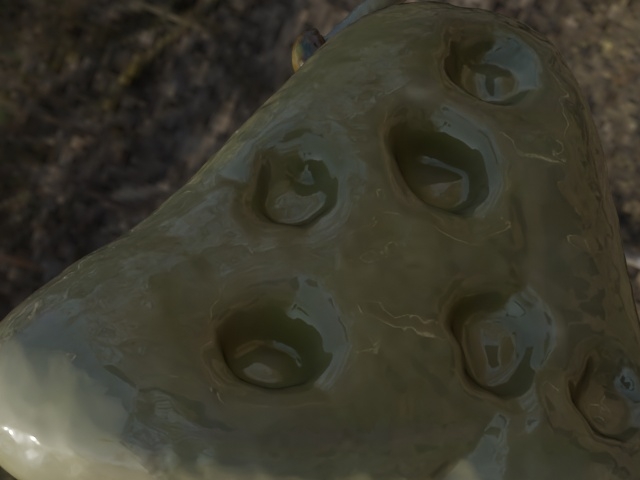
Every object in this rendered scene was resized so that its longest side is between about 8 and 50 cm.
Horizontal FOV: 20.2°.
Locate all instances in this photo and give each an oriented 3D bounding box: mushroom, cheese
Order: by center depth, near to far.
[{"bbox_3d":[0.000,0.000,0.931,0.129,0.351,0.328,126,148,-56],"label":"cheese"},{"bbox_3d":[0.117,-0.170,1.137,0.068,0.306,0.043,68,165,-5],"label":"mushroom"}]
